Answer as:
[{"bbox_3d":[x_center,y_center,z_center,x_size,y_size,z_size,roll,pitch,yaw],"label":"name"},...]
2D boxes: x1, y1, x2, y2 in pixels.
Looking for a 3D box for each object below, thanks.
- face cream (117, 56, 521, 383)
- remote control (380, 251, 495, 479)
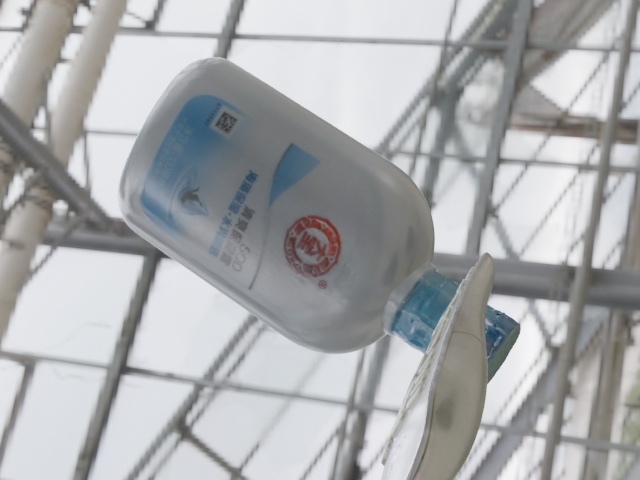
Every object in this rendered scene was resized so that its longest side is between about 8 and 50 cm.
[{"bbox_3d":[0.000,0.000,0.996,0.163,0.336,0.080,-60,-19,12],"label":"face cream"},{"bbox_3d":[0.075,0.080,0.728,0.229,0.044,0.073,-55,-13,-62],"label":"remote control"}]
